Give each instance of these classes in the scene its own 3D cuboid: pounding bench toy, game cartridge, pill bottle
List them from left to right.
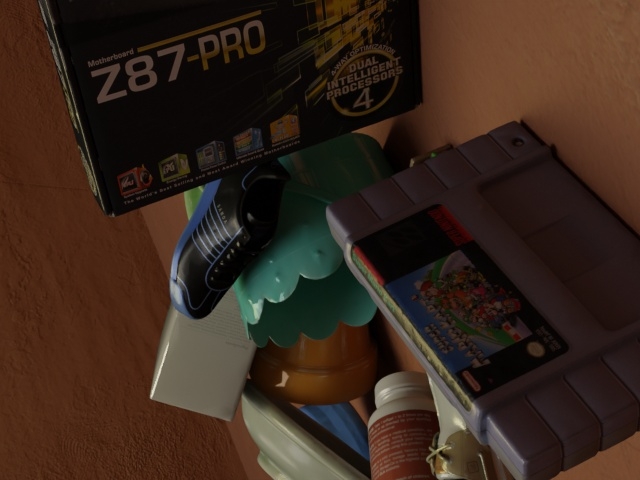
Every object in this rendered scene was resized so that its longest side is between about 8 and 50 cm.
[{"bbox_3d":[0.128,0.296,1.758,0.121,0.121,0.216,90,177,-54],"label":"pill bottle"},{"bbox_3d":[0.136,-0.078,1.441,0.065,0.052,0.083,59,163,30],"label":"pounding bench toy"},{"bbox_3d":[0.176,0.040,1.136,0.355,0.230,0.068,53,158,42],"label":"game cartridge"}]

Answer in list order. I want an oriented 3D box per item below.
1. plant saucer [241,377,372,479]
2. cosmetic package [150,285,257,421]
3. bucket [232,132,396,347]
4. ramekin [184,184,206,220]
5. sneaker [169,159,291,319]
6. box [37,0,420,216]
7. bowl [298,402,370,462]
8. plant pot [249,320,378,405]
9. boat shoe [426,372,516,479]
[{"bbox_3d":[0.010,0.375,2.030,0.400,0.100,0.400,36,176,3],"label":"plant saucer"},{"bbox_3d":[-0.165,0.122,1.954,0.224,0.138,0.224,-103,29,-73],"label":"cosmetic package"},{"bbox_3d":[0.000,0.000,1.627,0.281,0.281,0.183,105,145,-65],"label":"bucket"},{"bbox_3d":[-0.112,0.006,2.214,0.303,0.148,0.303,58,161,32],"label":"ramekin"},{"bbox_3d":[-0.106,0.000,1.493,0.090,0.081,0.232,35,112,41],"label":"sneaker"},{"bbox_3d":[-0.089,-0.227,1.360,0.097,0.395,0.318,-125,21,-46],"label":"box"},{"bbox_3d":[0.058,0.476,2.414,0.391,0.077,0.391,59,162,32],"label":"bowl"},{"bbox_3d":[-0.008,0.126,1.975,0.205,0.205,0.188,-136,44,-56],"label":"plant pot"},{"bbox_3d":[0.194,0.278,1.631,0.302,0.103,0.113,66,164,8],"label":"boat shoe"}]
